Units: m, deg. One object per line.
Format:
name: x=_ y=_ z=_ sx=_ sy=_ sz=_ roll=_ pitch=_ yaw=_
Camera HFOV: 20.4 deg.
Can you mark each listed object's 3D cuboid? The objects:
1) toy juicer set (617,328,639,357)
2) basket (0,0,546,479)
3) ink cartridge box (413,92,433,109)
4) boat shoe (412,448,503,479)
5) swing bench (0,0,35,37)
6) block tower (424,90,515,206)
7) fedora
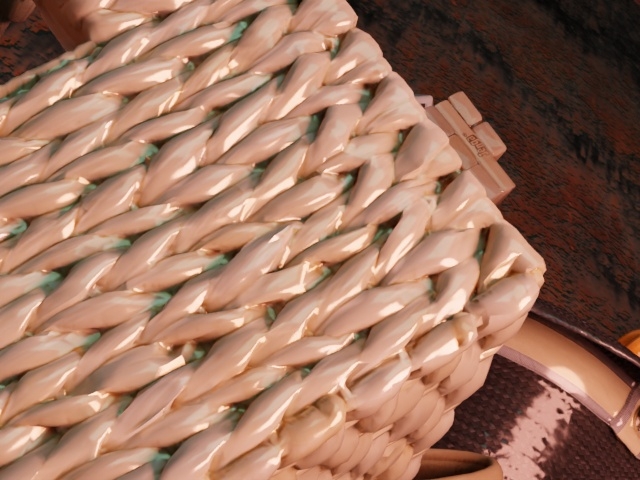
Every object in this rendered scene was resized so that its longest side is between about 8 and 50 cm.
toy juicer set: x=0.243 y=0.119 z=1.361 sx=0.329 sy=0.089 sz=0.209 roll=35 pitch=8 yaw=-7
basket: x=-0.126 y=0.050 z=0.808 sx=0.328 sy=0.331 sz=0.266 roll=-30 pitch=75 yaw=-24
ink cartridge box: x=-0.057 y=-0.099 z=1.423 sx=0.223 sy=0.045 sz=0.224 roll=5 pitch=8 yaw=30
boat shoe: x=-0.057 y=0.145 z=1.023 sx=0.341 sy=0.110 sz=0.121 roll=10 pitch=9 yaw=-24
swing bench: x=-0.329 y=-0.083 z=0.936 sx=0.165 sy=0.253 sz=0.255 roll=46 pitch=25 yaw=13
block tower: x=0.000 y=0.000 z=1.285 sx=0.335 sy=0.097 sz=0.091 roll=-28 pitch=75 yaw=-37
fedora: x=0.113 y=0.169 z=1.210 sx=0.334 sy=0.334 sz=0.152 roll=35 pitch=62 yaw=-12
